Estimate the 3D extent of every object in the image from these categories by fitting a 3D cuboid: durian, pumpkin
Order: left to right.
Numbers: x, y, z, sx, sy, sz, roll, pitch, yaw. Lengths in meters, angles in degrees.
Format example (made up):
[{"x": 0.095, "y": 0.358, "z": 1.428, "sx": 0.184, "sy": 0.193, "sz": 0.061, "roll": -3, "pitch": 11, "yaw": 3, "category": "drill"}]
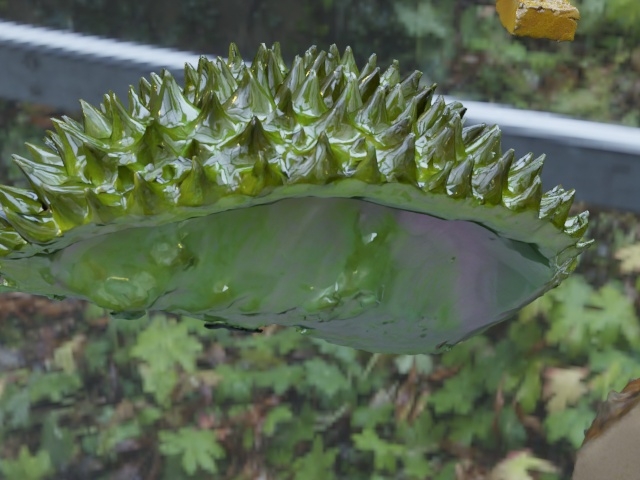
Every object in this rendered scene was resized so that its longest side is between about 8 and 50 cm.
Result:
[{"x": -0.001, "y": -0.008, "z": 0.736, "sx": 0.356, "sy": 0.169, "sz": 0.157, "roll": 6, "pitch": 24, "yaw": -34, "category": "durian"}, {"x": 0.230, "y": -0.240, "z": 1.574, "sx": 0.074, "sy": 0.054, "sz": 0.083, "roll": 3, "pitch": 31, "yaw": -10, "category": "pumpkin"}]

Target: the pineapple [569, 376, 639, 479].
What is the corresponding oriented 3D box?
[{"x": 0.261, "y": 0.099, "z": 0.726, "sx": 0.310, "sy": 0.141, "sz": 0.170, "roll": -16, "pitch": 11, "yaw": -43, "category": "pineapple"}]
